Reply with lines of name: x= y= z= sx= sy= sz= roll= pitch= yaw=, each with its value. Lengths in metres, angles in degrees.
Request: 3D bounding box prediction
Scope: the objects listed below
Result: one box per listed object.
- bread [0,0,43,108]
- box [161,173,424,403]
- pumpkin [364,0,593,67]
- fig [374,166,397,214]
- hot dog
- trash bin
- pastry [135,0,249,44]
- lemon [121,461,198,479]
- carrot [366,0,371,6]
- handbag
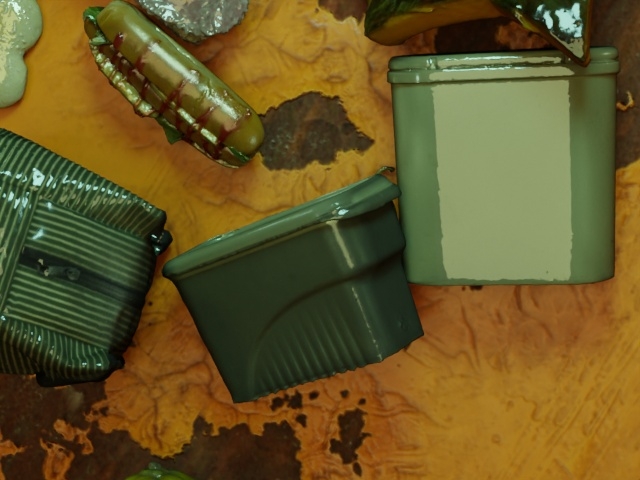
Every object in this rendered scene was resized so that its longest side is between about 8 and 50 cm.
bread: x=-0.418 y=-0.263 z=1.732 sx=0.182 sy=0.039 sz=0.250 roll=-23 pitch=89 yaw=12
box: x=-0.016 y=0.055 z=1.613 sx=0.274 sy=0.138 sz=0.178 roll=-19 pitch=96 yaw=36
pumpkin: x=0.211 y=-0.305 z=1.553 sx=0.258 sy=0.095 sz=0.290 roll=15 pitch=60 yaw=26
fig: x=0.063 y=-0.043 z=1.665 sx=0.050 sy=0.050 sz=0.083 roll=10 pitch=76 yaw=9
hot dog: x=-0.171 y=-0.169 z=1.665 sx=0.250 sy=0.104 sz=0.076 roll=40 pitch=61 yaw=1
trash bin: x=0.194 y=-0.079 z=1.601 sx=0.243 sy=0.121 sz=0.247 roll=0 pitch=97 yaw=10
pastry: x=-0.194 y=-0.318 z=1.657 sx=0.265 sy=0.112 sz=0.103 roll=43 pitch=91 yaw=-7
lemon: x=-0.178 y=0.357 z=1.664 sx=0.192 sy=0.192 sz=0.231 roll=4 pitch=96 yaw=10
carrot: x=0.048 y=-0.380 z=1.628 sx=0.066 sy=0.066 sz=0.314 roll=-16 pitch=91 yaw=11
handbag: x=-0.294 y=0.025 z=1.599 sx=0.240 sy=0.341 sz=0.247 roll=17 pitch=84 yaw=-3
